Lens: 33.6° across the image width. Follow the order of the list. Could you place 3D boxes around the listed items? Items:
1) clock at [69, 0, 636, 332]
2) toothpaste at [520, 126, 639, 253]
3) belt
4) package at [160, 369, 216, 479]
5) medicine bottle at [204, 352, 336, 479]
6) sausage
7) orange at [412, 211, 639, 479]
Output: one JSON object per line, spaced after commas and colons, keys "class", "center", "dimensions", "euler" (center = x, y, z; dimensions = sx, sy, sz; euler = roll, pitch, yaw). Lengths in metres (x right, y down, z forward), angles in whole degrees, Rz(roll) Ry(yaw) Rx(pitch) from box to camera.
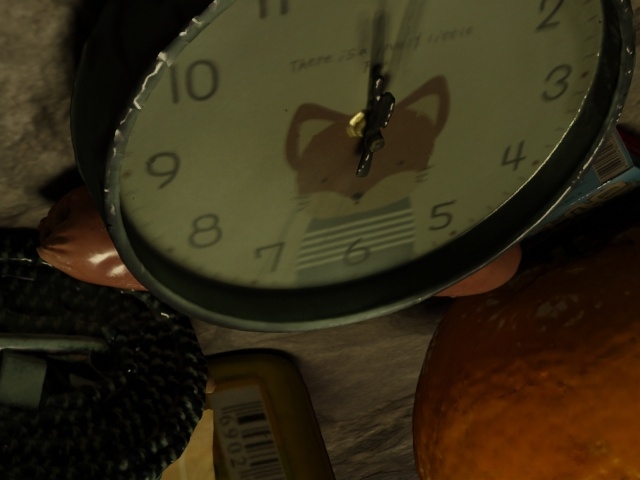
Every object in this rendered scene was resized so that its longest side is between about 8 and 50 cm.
{"class": "clock", "center": [0.025, -0.068, 0.607], "dimensions": [0.325, 0.067, 0.325], "euler": [-15, 142, -12]}
{"class": "toothpaste", "center": [0.204, -0.027, 0.947], "dimensions": [0.193, 0.044, 0.070], "euler": [-34, 152, 31]}
{"class": "belt", "center": [-0.237, 0.115, 0.732], "dimensions": [0.295, 0.206, 0.160], "euler": [2, 147, -36]}
{"class": "package", "center": [-0.237, 0.196, 0.892], "dimensions": [0.311, 0.221, 0.165], "euler": [-4, 138, -42]}
{"class": "medicine bottle", "center": [-0.073, 0.330, 1.099], "dimensions": [0.224, 0.384, 0.224], "euler": [-17, 156, -8]}
{"class": "sausage", "center": [0.001, 0.001, 0.796], "dimensions": [0.433, 0.087, 0.088], "euler": [2, 149, -35]}
{"class": "orange", "center": [0.285, 0.145, 0.982], "dimensions": [0.424, 0.326, 0.424], "euler": [-23, -160, 9]}
